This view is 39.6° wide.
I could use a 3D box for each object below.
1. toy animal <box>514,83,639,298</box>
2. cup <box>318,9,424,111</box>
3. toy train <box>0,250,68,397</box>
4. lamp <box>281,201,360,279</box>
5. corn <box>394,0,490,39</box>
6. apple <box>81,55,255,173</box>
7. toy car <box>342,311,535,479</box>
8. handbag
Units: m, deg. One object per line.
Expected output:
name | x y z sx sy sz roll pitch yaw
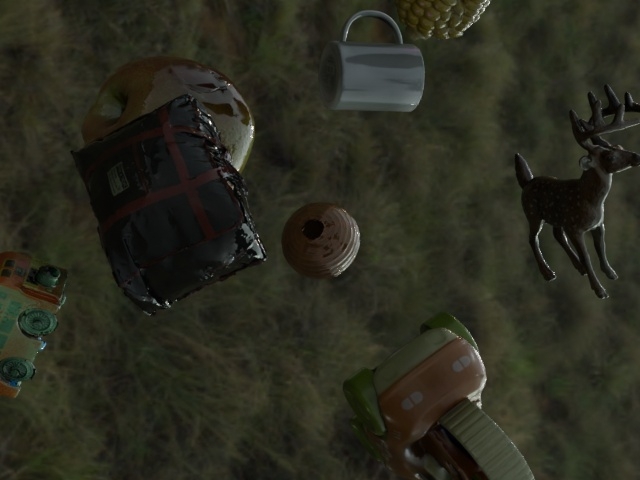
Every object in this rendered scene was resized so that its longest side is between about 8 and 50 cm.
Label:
toy animal | 0.321 -0.059 1.138 0.087 0.243 0.260 -24 104 -25
cup | 0.070 -0.253 1.293 0.133 0.099 0.136 -2 63 -19
toy train | -0.360 0.094 1.033 0.099 0.188 0.072 23 30 -15
lamp | 0.000 0.000 1.520 0.136 0.136 0.136 10 78 -58
corn | 0.201 -0.392 1.131 0.130 0.347 0.130 17 44 -17
apple | -0.192 -0.141 1.168 0.188 0.174 0.207 17 81 -52
toy car | 0.146 0.222 0.992 0.145 0.235 0.235 -34 121 -15
handbag | -0.167 -0.044 0.998 0.215 0.169 0.155 65 2 29
